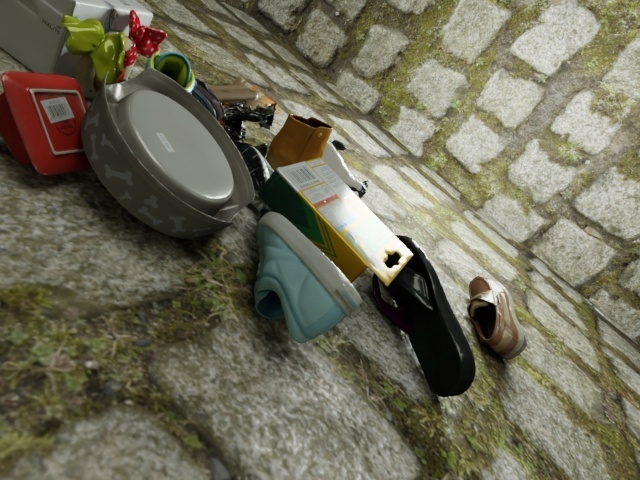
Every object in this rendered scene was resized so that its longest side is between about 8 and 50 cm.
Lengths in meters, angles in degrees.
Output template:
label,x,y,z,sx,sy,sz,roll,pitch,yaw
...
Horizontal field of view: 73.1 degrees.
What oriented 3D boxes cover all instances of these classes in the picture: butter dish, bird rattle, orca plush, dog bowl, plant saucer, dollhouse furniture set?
label,x,y,z,sx,sy,sz,roll,pitch,yaw
butter dish,-0.471,-0.187,0.722,0.160,0.118,0.160,-54,134,-69
bird rattle,-0.477,-0.416,0.973,0.143,0.207,0.254,36,26,-16
orca plush,0.043,-0.263,1.511,0.287,0.151,0.102,24,-3,-19
dog bowl,-0.278,-0.157,0.814,0.349,0.102,0.349,47,22,-26
plant saucer,-0.240,-0.560,1.670,0.199,0.037,0.200,34,13,-9
dollhouse furniture set,-0.264,-0.460,1.529,0.144,0.123,0.151,35,-9,-5

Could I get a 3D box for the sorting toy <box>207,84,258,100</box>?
label,x,y,z,sx,sy,sz,roll,pitch,yaw
sorting toy,-0.300,-0.452,1.343,0.192,0.038,0.208,-6,27,-13

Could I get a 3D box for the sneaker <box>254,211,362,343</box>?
label,x,y,z,sx,sy,sz,roll,pitch,yaw
sneaker,-0.077,0.057,0.796,0.135,0.150,0.366,56,-10,-28

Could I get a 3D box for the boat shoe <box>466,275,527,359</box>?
label,x,y,z,sx,sy,sz,roll,pitch,yaw
boat shoe,0.506,0.205,1.297,0.116,0.123,0.324,28,25,-14

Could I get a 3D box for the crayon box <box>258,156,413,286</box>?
label,x,y,z,sx,sy,sz,roll,pitch,yaw
crayon box,0.041,-0.032,0.947,0.323,0.083,0.203,47,31,7

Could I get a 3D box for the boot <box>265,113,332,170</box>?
label,x,y,z,sx,sy,sz,roll,pitch,yaw
boot,-0.017,-0.241,1.263,0.294,0.211,0.104,12,36,-42

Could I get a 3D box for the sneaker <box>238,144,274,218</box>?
label,x,y,z,sx,sy,sz,roll,pitch,yaw
sneaker,-0.127,-0.115,1.070,0.283,0.110,0.122,56,19,21

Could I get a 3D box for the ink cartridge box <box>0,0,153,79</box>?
label,x,y,z,sx,sy,sz,roll,pitch,yaw
ink cartridge box,-0.583,-0.514,1.013,0.198,0.197,0.270,37,26,-2

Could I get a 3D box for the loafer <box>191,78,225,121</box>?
label,x,y,z,sx,sy,sz,roll,pitch,yaw
loafer,-0.325,-0.384,1.129,0.095,0.109,0.302,-34,44,-25

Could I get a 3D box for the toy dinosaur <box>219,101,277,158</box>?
label,x,y,z,sx,sy,sz,roll,pitch,yaw
toy dinosaur,-0.250,-0.313,1.216,0.218,0.164,0.322,13,47,-8

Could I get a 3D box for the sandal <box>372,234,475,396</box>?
label,x,y,z,sx,sy,sz,roll,pitch,yaw
sandal,0.201,0.137,0.986,0.106,0.168,0.446,5,37,-20

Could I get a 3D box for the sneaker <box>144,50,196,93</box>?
label,x,y,z,sx,sy,sz,roll,pitch,yaw
sneaker,-0.374,-0.367,1.024,0.127,0.208,0.319,15,33,-36
